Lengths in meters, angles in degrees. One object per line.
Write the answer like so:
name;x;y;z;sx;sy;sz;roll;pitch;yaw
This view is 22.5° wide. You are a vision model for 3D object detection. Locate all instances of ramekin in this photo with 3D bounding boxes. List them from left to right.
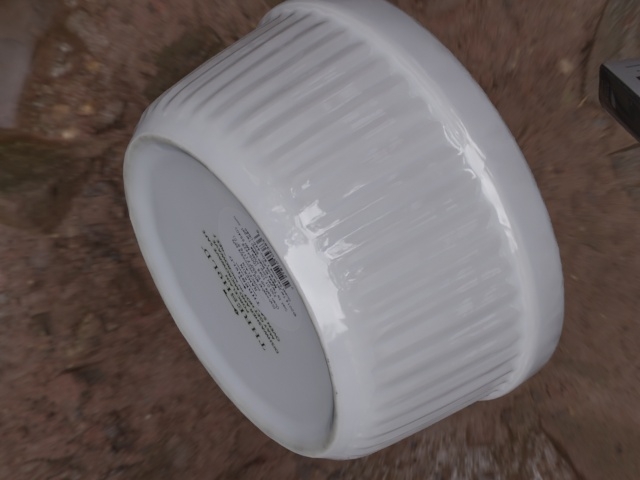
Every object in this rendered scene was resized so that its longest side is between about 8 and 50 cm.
ramekin;0.000;0.000;0.726;0.109;0.207;0.207;-30;88;-24

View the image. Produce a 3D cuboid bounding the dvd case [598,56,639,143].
dvd case;0.248;-0.044;0.715;0.179;0.238;0.029;-10;115;-8
